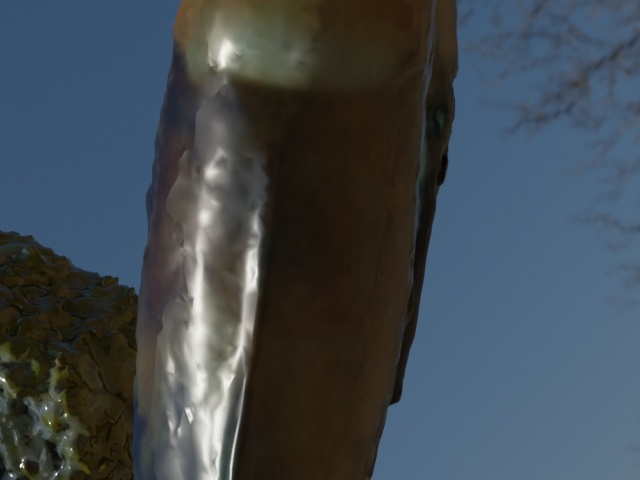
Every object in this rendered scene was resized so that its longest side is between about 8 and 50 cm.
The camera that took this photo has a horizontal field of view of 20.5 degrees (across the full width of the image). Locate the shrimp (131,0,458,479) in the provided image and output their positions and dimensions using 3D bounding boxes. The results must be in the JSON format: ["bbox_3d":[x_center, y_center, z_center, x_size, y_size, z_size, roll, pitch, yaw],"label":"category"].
[{"bbox_3d":[0.000,0.000,0.597,0.272,0.085,0.445,31,-112,-78],"label":"shrimp"}]

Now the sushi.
[{"bbox_3d":[-0.294,0.213,1.679,0.240,0.351,0.396,-36,-39,-60],"label":"sushi"}]
